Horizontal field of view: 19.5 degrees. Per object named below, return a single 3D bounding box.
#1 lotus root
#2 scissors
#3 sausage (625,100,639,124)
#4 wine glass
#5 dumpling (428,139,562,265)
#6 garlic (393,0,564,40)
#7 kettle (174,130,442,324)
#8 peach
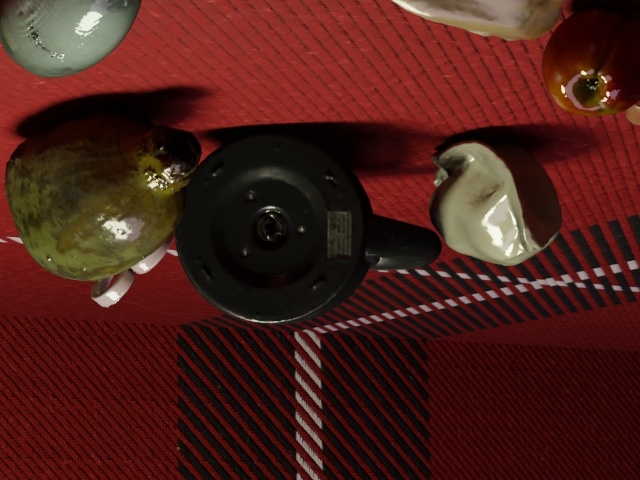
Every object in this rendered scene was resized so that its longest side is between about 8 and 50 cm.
[{"bbox_3d":[-0.229,-0.055,1.938,0.173,0.173,0.309,4,166,-29],"label":"lotus root"},{"bbox_3d":[-0.211,-0.016,2.106,0.030,0.242,0.118,40,109,-23],"label":"scissors"},{"bbox_3d":[0.320,-0.137,1.854,0.034,0.034,0.083,-2,171,6],"label":"sausage"},{"bbox_3d":[-0.222,-0.175,1.283,0.264,0.096,0.309,-11,177,-27],"label":"wine glass"},{"bbox_3d":[0.191,-0.046,2.109,0.132,0.162,0.250,-36,-173,-8],"label":"dumpling"},{"bbox_3d":[0.086,-0.218,1.156,0.228,0.110,0.217,4,159,-25],"label":"garlic"},{"bbox_3d":[0.000,0.000,2.114,0.268,0.207,0.290,5,176,11],"label":"kettle"},{"bbox_3d":[0.237,-0.154,1.585,0.101,0.100,0.101,-1,170,0],"label":"peach"}]
